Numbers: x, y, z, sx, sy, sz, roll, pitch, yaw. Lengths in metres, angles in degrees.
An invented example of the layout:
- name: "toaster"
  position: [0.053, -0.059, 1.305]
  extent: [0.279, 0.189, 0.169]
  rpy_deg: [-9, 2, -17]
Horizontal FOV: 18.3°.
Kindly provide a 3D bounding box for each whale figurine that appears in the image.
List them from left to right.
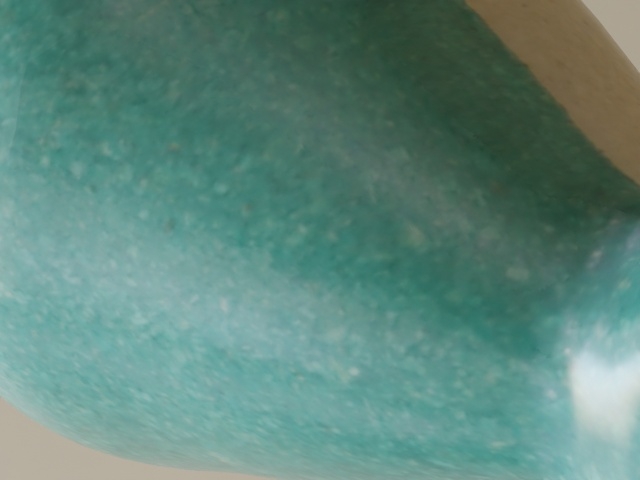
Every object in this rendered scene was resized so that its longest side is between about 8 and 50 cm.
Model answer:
- name: "whale figurine"
  position: [0.000, 0.000, 0.445]
  extent: [0.141, 0.272, 0.216]
  rpy_deg: [-24, -50, -30]
